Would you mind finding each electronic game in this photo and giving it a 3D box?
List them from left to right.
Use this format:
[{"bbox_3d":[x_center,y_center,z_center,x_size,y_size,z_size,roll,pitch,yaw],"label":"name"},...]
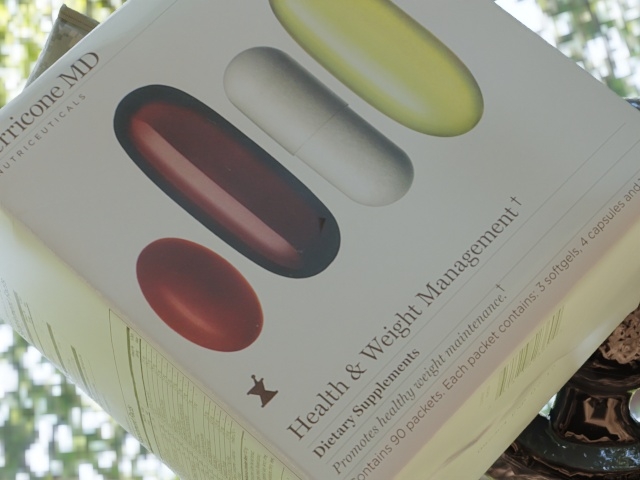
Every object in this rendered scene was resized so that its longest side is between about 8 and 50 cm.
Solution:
[{"bbox_3d":[0.156,0.036,0.973,0.229,0.048,0.229,-1,-73,-4],"label":"electronic game"}]

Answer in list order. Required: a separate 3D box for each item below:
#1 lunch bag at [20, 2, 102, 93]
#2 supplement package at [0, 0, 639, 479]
[{"bbox_3d":[-0.137,-0.035,1.603,0.287,0.235,0.169,27,2,12],"label":"lunch bag"},{"bbox_3d":[0.000,0.000,0.724,0.194,0.203,0.149,-45,-17,-19],"label":"supplement package"}]
